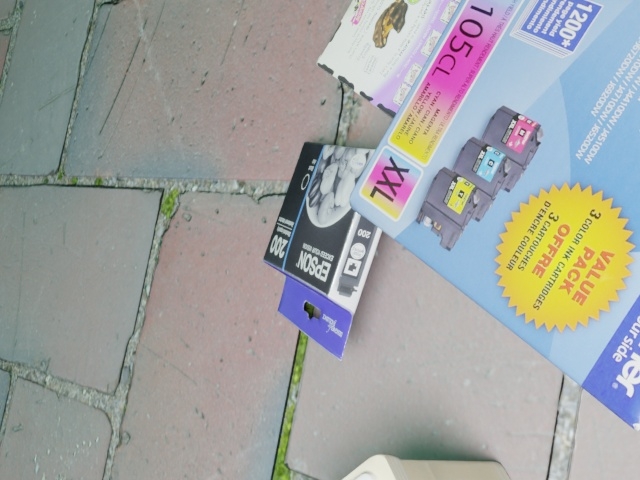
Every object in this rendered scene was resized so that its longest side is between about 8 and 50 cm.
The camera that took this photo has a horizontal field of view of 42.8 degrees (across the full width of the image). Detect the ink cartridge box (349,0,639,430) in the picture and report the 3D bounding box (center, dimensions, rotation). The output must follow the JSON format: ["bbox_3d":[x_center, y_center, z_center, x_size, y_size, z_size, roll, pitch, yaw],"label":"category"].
[{"bbox_3d":[0.240,-0.035,0.633,0.395,0.151,0.270,40,106,41],"label":"ink cartridge box"}]

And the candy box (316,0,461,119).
[{"bbox_3d":[0.109,-0.209,0.860,0.196,0.070,0.165,44,110,41],"label":"candy box"}]

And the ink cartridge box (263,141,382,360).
[{"bbox_3d":[0.000,0.000,0.876,0.206,0.045,0.208,22,95,67],"label":"ink cartridge box"}]

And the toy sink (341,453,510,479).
[{"bbox_3d":[0.058,0.265,0.659,0.153,0.234,0.131,-46,51,26],"label":"toy sink"}]
